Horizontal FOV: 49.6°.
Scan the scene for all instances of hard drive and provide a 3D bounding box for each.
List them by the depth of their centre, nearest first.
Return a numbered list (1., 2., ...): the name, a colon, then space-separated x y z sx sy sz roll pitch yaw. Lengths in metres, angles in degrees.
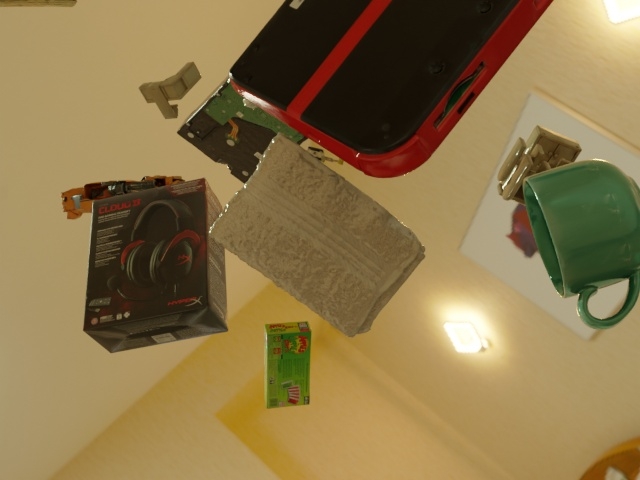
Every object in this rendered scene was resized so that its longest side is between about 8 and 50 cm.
1. hard drive: -0.192 -0.287 1.753 0.339 0.237 0.064 -27 33 53

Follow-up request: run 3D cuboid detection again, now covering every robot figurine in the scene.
1. robot figurine: -0.430 -0.097 1.577 0.211 0.291 0.084 -8 -86 -62

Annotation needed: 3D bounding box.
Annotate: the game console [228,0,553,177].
1. game console: 0.094 -0.293 0.923 0.386 0.342 0.060 -52 -36 -3

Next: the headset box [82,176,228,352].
1. headset box: -0.286 0.029 1.222 0.218 0.293 0.110 -11 -32 6

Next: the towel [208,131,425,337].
1. towel: 0.000 0.000 1.002 0.187 0.282 0.049 -53 12 6

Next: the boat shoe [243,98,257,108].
1. boat shoe: -0.060 -0.293 1.367 0.184 0.063 0.066 -25 7 -11

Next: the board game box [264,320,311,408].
1. board game box: -0.069 0.258 1.439 0.092 0.043 0.181 -3 -67 -12

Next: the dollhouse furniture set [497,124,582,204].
1. dollhouse furniture set: 0.452 -0.097 1.382 0.242 0.212 0.161 -79 11 -57

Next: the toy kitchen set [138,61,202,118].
1. toy kitchen set: -0.262 -0.268 1.245 0.075 0.083 0.068 -60 -42 -37

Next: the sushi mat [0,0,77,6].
1. sushi mat: -0.570 -0.524 1.419 0.151 0.019 0.316 -34 4 27

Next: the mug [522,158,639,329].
1. mug: 0.278 -0.004 0.707 0.098 0.157 0.129 -18 14 9

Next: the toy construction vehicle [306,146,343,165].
1. toy construction vehicle: 0.009 -0.201 1.418 0.035 0.098 0.085 40 -116 -77
